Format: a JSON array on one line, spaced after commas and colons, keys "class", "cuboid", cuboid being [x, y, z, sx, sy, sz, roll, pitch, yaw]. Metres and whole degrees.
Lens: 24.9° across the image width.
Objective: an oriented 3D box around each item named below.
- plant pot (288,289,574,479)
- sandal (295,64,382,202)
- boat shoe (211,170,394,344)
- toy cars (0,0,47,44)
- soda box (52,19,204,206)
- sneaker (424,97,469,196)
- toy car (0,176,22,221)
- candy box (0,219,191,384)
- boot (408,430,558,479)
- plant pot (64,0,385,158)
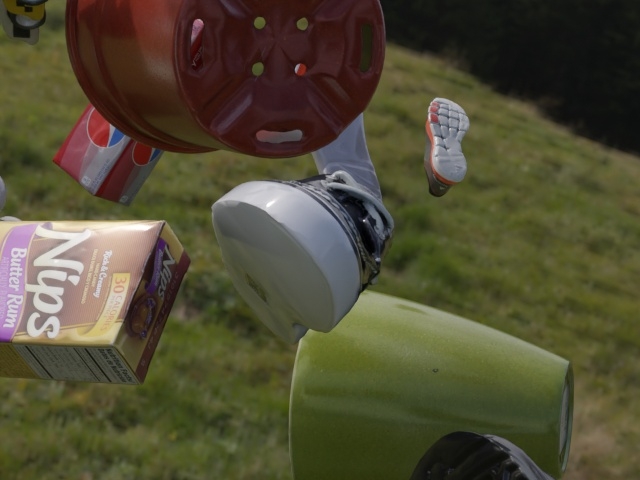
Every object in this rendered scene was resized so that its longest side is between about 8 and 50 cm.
[{"class": "plant pot", "cuboid": [0.143, 0.195, 1.699, 0.294, 0.274, 0.275, 3, 14, 16]}, {"class": "sandal", "cuboid": [0.006, -0.127, 1.909, 0.102, 0.265, 0.076, -5, -14, -33]}, {"class": "boat shoe", "cuboid": [0.000, 0.000, 0.963, 0.108, 0.102, 0.301, 47, -10, 7]}, {"class": "toy cars", "cuboid": [-0.285, -0.279, 1.288, 0.087, 0.176, 0.394, 1, 2, -12]}, {"class": "soda box", "cuboid": [-0.228, -0.179, 1.868, 0.092, 0.263, 0.083, 38, 9, 27]}, {"class": "sneaker", "cuboid": [0.154, -0.122, 1.896, 0.061, 0.065, 0.158, 21, 45, -13]}, {"class": "toy car", "cuboid": [-0.497, -0.018, 2.005, 0.136, 0.182, 0.159, -36, 25, -26]}, {"class": "candy box", "cuboid": [-0.196, 0.041, 1.024, 0.187, 0.053, 0.109, 1, 52, 23]}, {"class": "boot", "cuboid": [0.215, 0.278, 0.927, 0.260, 0.131, 0.348, 18, 29, -42]}, {"class": "plant pot", "cuboid": [-0.082, -0.195, 1.376, 0.272, 0.272, 0.265, 10, 9, -24]}]
